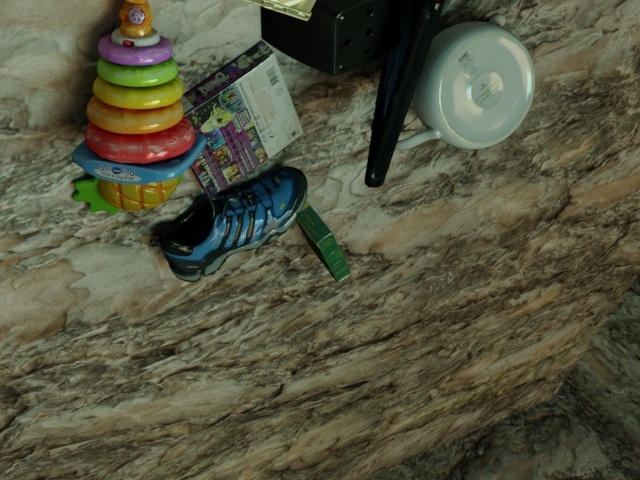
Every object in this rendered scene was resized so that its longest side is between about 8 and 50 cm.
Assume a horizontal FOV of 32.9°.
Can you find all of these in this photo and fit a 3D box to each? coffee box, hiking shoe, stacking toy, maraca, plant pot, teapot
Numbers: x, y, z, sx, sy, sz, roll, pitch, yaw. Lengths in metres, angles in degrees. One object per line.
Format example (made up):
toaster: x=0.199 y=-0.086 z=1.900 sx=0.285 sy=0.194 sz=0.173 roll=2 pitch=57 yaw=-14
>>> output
coffee box: x=0.000 y=0.000 z=2.198 sx=0.040 sy=0.113 sz=0.184 roll=-35 pitch=151 yaw=-4
hiking shoe: x=-0.154 y=-0.041 z=1.965 sx=0.304 sy=0.113 sz=0.132 roll=-37 pitch=150 yaw=-7
stacking toy: x=-0.262 y=-0.245 z=1.556 sx=0.166 sy=0.175 sz=0.302 roll=-62 pitch=159 yaw=-59
maraca: x=-0.309 y=-0.092 z=1.745 sx=0.185 sy=0.099 sz=0.127 roll=-22 pitch=143 yaw=18
plant pot: x=0.027 y=-0.369 z=1.690 sx=0.187 sy=0.167 sz=0.188 roll=-28 pitch=148 yaw=-20
teapot: x=0.262 y=-0.295 z=2.045 sx=0.256 sy=0.187 sz=0.253 roll=-4 pitch=108 yaw=-25

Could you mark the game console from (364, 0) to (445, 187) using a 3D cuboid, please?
game console: x=0.145 y=-0.325 z=1.779 sx=0.342 sy=0.060 sz=0.387 roll=-73 pitch=179 yaw=-47

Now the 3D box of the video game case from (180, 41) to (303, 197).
video game case: x=-0.144 y=-0.199 z=1.840 sx=0.210 sy=0.042 sz=0.232 roll=-36 pitch=150 yaw=-8

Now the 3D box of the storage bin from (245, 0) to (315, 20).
storage bin: x=-0.081 y=-0.461 z=1.435 sx=0.260 sy=0.123 sz=0.262 roll=11 pitch=124 yaw=-32
